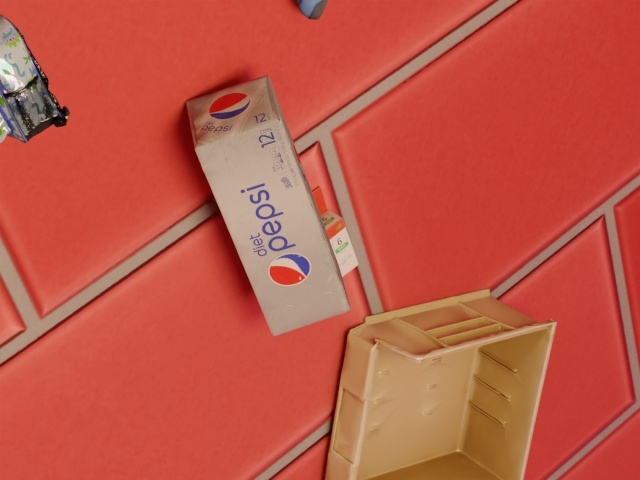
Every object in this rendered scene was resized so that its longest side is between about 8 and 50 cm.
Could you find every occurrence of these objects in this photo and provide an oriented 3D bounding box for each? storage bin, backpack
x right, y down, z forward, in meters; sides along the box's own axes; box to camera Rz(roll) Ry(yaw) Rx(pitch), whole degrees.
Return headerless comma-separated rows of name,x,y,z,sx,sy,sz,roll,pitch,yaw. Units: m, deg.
storage bin,0.147,0.219,2.090,0.260,0.123,0.262,-11,120,-38
backpack,-0.302,-0.149,1.494,0.084,0.105,0.114,-35,127,-24

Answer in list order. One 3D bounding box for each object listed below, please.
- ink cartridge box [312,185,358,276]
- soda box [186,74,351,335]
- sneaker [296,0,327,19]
ink cartridge box,0.000,0.000,1.902,0.063,0.029,0.115,-37,133,-20
soda box,-0.054,-0.034,1.768,0.098,0.091,0.286,-19,130,3
sneaker,-0.020,-0.328,1.688,0.082,0.069,0.209,1,126,-7
